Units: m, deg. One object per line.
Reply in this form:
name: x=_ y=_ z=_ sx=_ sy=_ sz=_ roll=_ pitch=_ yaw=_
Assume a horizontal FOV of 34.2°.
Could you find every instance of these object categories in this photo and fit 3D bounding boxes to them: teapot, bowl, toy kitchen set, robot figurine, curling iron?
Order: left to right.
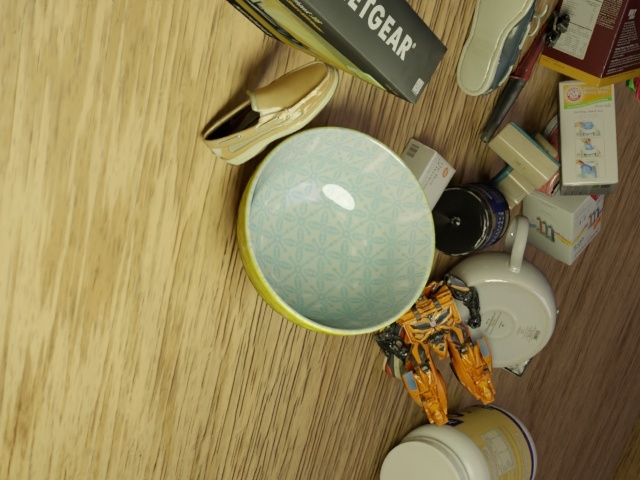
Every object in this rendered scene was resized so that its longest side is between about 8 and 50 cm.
bowl: x=0.000 y=0.000 z=1.458 sx=0.289 sy=0.289 sz=0.156 roll=-40 pitch=-174 yaw=-29
robot figurine: x=0.224 y=0.201 z=1.946 sx=0.211 sy=0.085 sz=0.291 roll=-25 pitch=120 yaw=-3
teapot: x=0.346 y=0.109 z=2.056 sx=0.252 sy=0.256 sz=0.187 roll=55 pitch=24 yaw=-24
curling iron: x=0.361 y=-0.296 z=1.862 sx=0.274 sy=0.035 sz=0.068 roll=-56 pitch=-174 yaw=3
toy kitchen set: x=0.382 y=-0.173 z=1.931 sx=0.166 sy=0.122 sz=0.207 roll=-47 pitch=179 yaw=-20

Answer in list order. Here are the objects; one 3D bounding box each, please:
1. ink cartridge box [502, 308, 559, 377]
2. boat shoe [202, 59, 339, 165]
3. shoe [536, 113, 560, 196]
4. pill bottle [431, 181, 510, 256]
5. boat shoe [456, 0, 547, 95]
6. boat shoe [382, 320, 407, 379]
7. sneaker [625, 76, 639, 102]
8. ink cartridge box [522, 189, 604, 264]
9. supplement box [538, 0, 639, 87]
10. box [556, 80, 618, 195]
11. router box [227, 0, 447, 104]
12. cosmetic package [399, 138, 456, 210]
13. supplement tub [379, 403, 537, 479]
ink cartridge box: x=0.450 y=0.196 z=2.280 sx=0.165 sy=0.065 sz=0.332 roll=-63 pitch=173 yaw=6
boat shoe: x=-0.064 y=-0.164 z=1.290 sx=0.190 sy=0.068 sz=0.072 roll=-38 pitch=145 yaw=14
shoe: x=0.480 y=-0.175 z=2.100 sx=0.178 sy=0.081 sz=0.063 roll=-58 pitch=149 yaw=-2
pill bottle: x=0.269 y=-0.042 z=1.857 sx=0.219 sy=0.122 sz=0.123 roll=-14 pitch=129 yaw=-66
boat shoe: x=0.302 y=-0.351 z=1.679 sx=0.079 sy=0.095 sz=0.255 roll=-16 pitch=130 yaw=-47
boat shoe: x=0.155 y=0.205 z=2.001 sx=0.049 sy=0.043 sz=0.137 roll=-19 pitch=130 yaw=-45
sneaker: x=0.742 y=-0.350 z=2.110 sx=0.483 sy=0.202 sz=0.185 roll=-66 pitch=171 yaw=-61
ink cartridge box: x=0.513 y=-0.065 z=2.200 sx=0.128 sy=0.127 sz=0.176 roll=-44 pitch=147 yaw=-24
supplement box: x=0.532 y=-0.407 z=1.928 sx=0.191 sy=0.129 sz=0.194 roll=-20 pitch=132 yaw=-47
box: x=0.511 y=-0.196 z=1.999 sx=0.114 sy=0.103 sz=0.203 roll=39 pitch=50 yaw=-77
router box: x=-0.028 y=-0.277 z=1.126 sx=0.081 sy=0.243 sz=0.309 roll=-60 pitch=149 yaw=1
cosmetic package: x=0.129 y=-0.041 z=1.733 sx=0.239 sy=0.060 sz=0.099 roll=-59 pitch=150 yaw=0
supplement tub: x=0.305 y=0.504 z=2.284 sx=0.331 sy=0.241 sz=0.241 roll=-7 pitch=122 yaw=-53
